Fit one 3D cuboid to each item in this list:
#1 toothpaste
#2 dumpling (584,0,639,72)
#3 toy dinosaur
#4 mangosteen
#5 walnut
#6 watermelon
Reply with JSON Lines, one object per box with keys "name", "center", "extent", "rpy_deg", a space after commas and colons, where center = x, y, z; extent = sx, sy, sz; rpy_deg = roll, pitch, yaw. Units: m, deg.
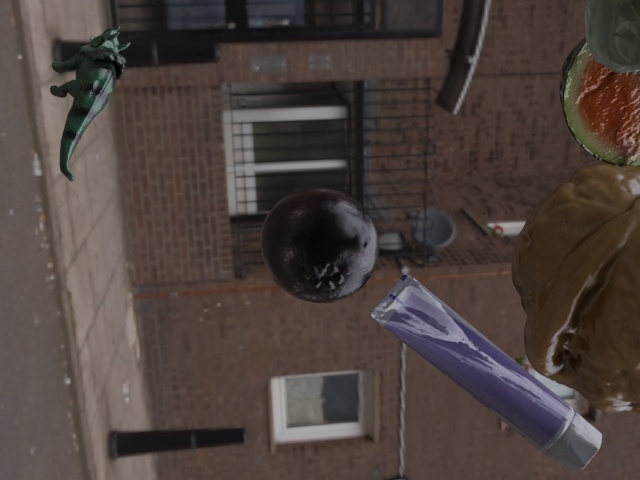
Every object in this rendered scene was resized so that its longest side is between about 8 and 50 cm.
{"name": "toothpaste", "center": [0.246, 0.192, 1.104], "extent": [0.125, 0.371, 0.080], "rpy_deg": [-43, 170, -45]}
{"name": "dumpling", "center": [0.272, -0.179, 0.470], "extent": [0.108, 0.219, 0.153], "rpy_deg": [40, 36, -77]}
{"name": "toy dinosaur", "center": [-0.410, -0.248, 1.266], "extent": [0.079, 0.120, 0.292], "rpy_deg": [46, 63, -55]}
{"name": "mangosteen", "center": [0.000, 0.000, 0.925], "extent": [0.152, 0.152, 0.153], "rpy_deg": [177, -90, -83]}
{"name": "walnut", "center": [0.293, 0.041, 0.690], "extent": [0.224, 0.257, 0.257], "rpy_deg": [50, -30, 36]}
{"name": "watermelon", "center": [0.407, -0.189, 1.056], "extent": [0.245, 0.119, 0.063], "rpy_deg": [49, 40, -26]}
